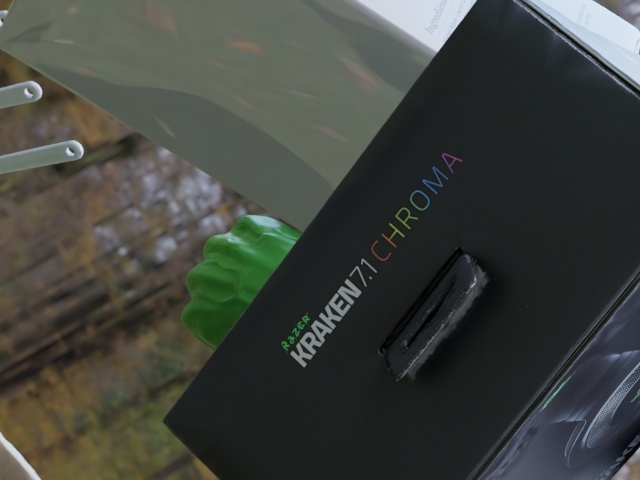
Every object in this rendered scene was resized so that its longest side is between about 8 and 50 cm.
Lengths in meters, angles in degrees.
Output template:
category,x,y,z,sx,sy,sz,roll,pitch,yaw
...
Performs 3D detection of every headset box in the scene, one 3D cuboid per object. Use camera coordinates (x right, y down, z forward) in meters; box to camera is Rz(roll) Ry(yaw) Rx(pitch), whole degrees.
category,x,y,z,sx,sy,sz,roll,pitch,yaw
headset box,0.093,0.029,0.780,0.131,0.246,0.283,42,14,21

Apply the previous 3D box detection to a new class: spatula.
category,x,y,z,sx,sy,sz,roll,pitch,yaw
spatula,-0.323,-0.107,1.384,0.242,0.019,0.168,-10,-64,30

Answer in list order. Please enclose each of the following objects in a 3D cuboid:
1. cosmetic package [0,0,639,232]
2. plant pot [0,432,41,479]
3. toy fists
category,x,y,z,sx,sy,sz,roll,pitch,yaw
cosmetic package,-0.002,-0.133,1.090,0.366,0.155,0.197,33,-45,-7
plant pot,-0.347,0.322,1.237,0.333,0.305,0.334,56,4,-7
toy fists,0.000,0.000,1.448,0.142,0.279,0.096,23,-30,41
